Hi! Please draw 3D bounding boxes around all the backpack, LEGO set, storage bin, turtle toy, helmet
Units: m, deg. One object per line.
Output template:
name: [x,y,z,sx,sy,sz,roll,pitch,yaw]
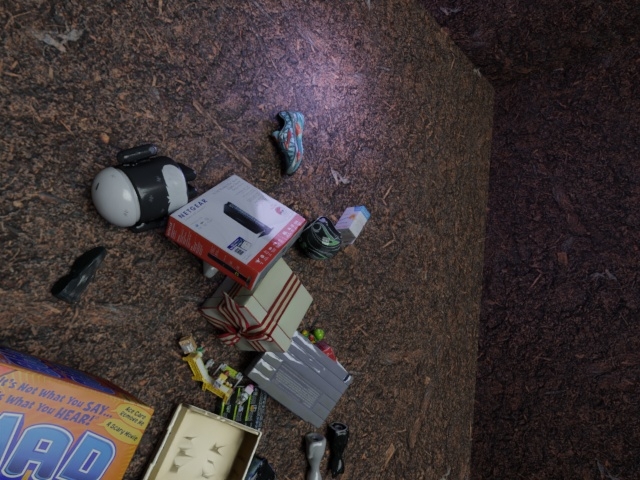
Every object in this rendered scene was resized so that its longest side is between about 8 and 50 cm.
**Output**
backpack: [-0.226,0.816,1.384,0.114,0.084,0.105,-45,119,-44]
LEGO set: [-0.337,0.404,1.299,0.287,0.132,0.107,46,37,-5]
storage bin: [-0.356,0.653,1.198,0.260,0.123,0.262,29,64,-15]
turtle toy: [-0.038,0.404,1.604,0.130,0.066,0.095,-49,119,-34]
helmet: [0.000,0.000,1.604,0.161,0.169,0.169,52,53,-8]

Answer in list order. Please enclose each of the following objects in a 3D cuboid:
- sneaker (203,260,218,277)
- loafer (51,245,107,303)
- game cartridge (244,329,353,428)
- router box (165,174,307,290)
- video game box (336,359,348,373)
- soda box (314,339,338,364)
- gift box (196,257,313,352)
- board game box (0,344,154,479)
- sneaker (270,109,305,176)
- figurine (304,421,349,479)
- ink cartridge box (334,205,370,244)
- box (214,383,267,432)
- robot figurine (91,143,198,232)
sneaker: [-0.374,0.005,1.311,0.115,0.090,0.232,13,69,-36]
loafer: [-0.631,0.090,1.078,0.170,0.062,0.061,-56,145,-26]
game cartridge: [-0.071,0.478,1.425,0.355,0.068,0.230,45,78,-20]
router box: [-0.244,-0.040,1.249,0.301,0.082,0.335,32,37,4]
video game box: [0.010,0.565,1.652,0.205,0.048,0.187,54,56,-27]
soda box: [-0.071,0.482,1.503,0.263,0.083,0.092,-25,104,-22]
gift box: [-0.226,0.210,1.325,0.276,0.255,0.258,51,47,-24]
board game box: [-0.646,0.436,0.824,0.356,0.356,0.356,37,62,-35]
sneaker: [-0.138,-0.376,1.563,0.125,0.104,0.261,6,78,-26]
figurine: [0.023,0.872,1.622,0.215,0.092,0.209,-1,92,-43]
ink cartridge box: [0.127,-0.066,1.767,0.061,0.104,0.181,51,55,-28]
box: [-0.275,0.592,1.383,0.184,0.045,0.190,17,76,-39]
robot figurine: [-0.493,-0.144,1.143,0.278,0.174,0.209,-27,95,-41]
